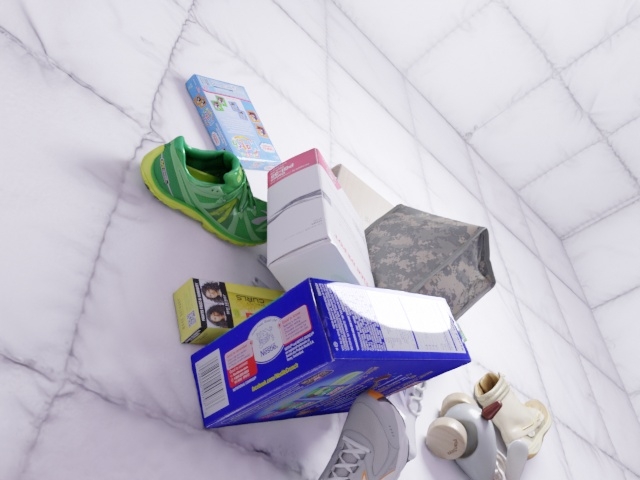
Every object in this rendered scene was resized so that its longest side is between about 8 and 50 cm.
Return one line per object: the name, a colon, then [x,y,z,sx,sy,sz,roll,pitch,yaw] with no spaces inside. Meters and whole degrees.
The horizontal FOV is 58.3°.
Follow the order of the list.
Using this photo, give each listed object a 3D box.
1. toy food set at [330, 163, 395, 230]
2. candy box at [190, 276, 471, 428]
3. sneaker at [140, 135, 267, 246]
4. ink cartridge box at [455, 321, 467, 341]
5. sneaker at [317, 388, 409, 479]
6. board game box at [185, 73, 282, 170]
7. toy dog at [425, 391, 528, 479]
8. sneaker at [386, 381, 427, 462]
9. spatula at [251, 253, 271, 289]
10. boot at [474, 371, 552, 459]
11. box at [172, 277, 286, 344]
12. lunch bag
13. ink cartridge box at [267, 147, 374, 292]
toy food set: [0.083,-0.023,1.351,0.219,0.092,0.306,37,41,-18]
candy box: [0.020,0.174,0.851,0.317,0.268,0.122,14,52,-45]
sneaker: [-0.165,-0.081,1.003,0.295,0.123,0.109,28,39,-40]
ink cartridge box: [0.253,0.166,1.374,0.212,0.093,0.154,66,18,15]
sneaker: [0.039,0.336,0.790,0.099,0.263,0.121,21,15,40]
board game box: [-0.183,-0.249,1.233,0.160,0.039,0.212,-5,64,-57]
toy dog: [0.373,0.456,1.210,0.333,0.161,0.220,45,31,-18]
sneaker: [0.151,0.267,1.093,0.111,0.129,0.297,53,25,-46]
spatula: [-0.046,0.138,1.069,0.242,0.019,0.168,41,33,-16]
boot: [0.500,0.427,1.501,0.203,0.095,0.262,57,33,5]
box: [-0.118,0.122,0.919,0.232,0.058,0.087,15,48,-44]
lunch bag: [0.162,0.077,1.125,0.287,0.235,0.169,-35,125,-27]
ink cartridge box: [0.000,0.000,1.021,0.207,0.117,0.283,57,16,-34]
